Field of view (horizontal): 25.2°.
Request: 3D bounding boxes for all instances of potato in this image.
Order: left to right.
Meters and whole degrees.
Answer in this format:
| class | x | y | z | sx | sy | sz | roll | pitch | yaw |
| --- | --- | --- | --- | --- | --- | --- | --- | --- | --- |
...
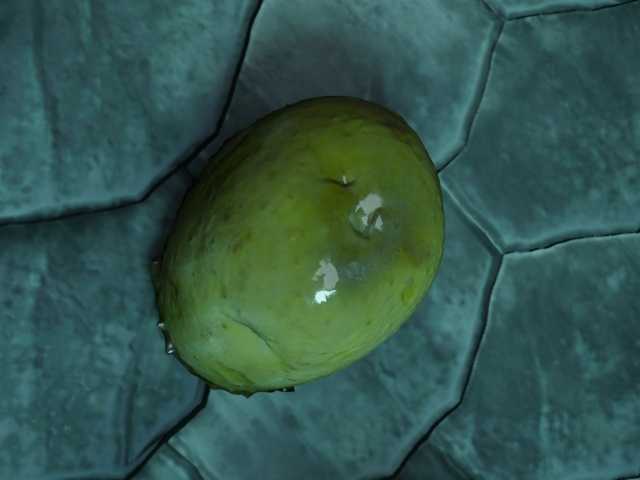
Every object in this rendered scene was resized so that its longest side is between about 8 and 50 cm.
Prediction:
| class | x | y | z | sx | sy | sz | roll | pitch | yaw |
| --- | --- | --- | --- | --- | --- | --- | --- | --- | --- |
| potato | 0.000 | 0.000 | 1.186 | 0.285 | 0.242 | 0.242 | -41 | 91 | -20 |
